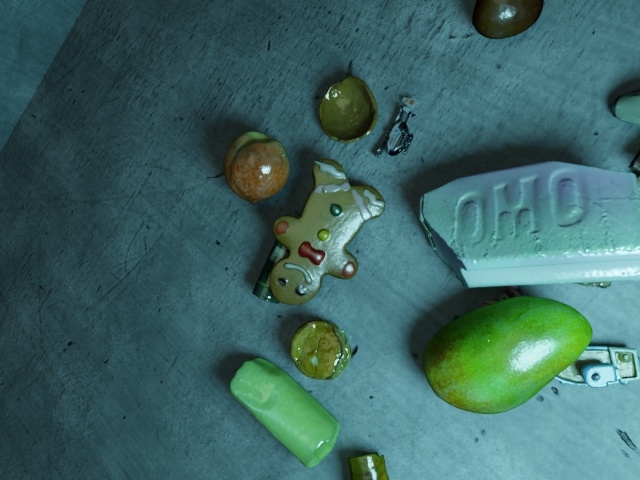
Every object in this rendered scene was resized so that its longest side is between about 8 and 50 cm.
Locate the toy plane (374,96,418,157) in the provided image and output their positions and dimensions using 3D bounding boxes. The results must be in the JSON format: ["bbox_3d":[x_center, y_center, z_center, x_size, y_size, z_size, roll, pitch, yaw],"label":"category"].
[{"bbox_3d":[0.233,-0.324,1.210,0.078,0.053,0.197,28,97,32],"label":"toy plane"}]

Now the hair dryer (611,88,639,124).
[{"bbox_3d":[0.835,-0.350,0.910,0.267,0.092,0.229,-45,36,9],"label":"hair dryer"}]

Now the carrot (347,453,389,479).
[{"bbox_3d":[0.146,0.703,1.056,0.114,0.114,0.302,-18,72,19],"label":"carrot"}]

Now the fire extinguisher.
[{"bbox_3d":[-0.108,0.044,1.273,0.118,0.093,0.295,24,91,-2],"label":"fire extinguisher"}]

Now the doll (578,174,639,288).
[{"bbox_3d":[0.676,-0.026,0.967,0.202,0.091,0.286,11,86,10],"label":"doll"}]

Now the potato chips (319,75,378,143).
[{"bbox_3d":[0.092,-0.392,1.272,0.208,0.062,0.195,35,101,22],"label":"potato chips"}]

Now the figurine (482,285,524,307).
[{"bbox_3d":[0.454,0.163,1.046,0.129,0.054,0.072,-38,54,21],"label":"figurine"}]

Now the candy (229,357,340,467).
[{"bbox_3d":[-0.103,0.478,1.179,0.343,0.132,0.142,33,111,23],"label":"candy"}]

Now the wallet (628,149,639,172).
[{"bbox_3d":[0.867,-0.142,0.902,0.309,0.042,0.165,37,80,22],"label":"wallet"}]

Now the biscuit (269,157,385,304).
[{"bbox_3d":[0.000,0.000,1.193,0.283,0.064,0.432,33,91,-1],"label":"biscuit"}]

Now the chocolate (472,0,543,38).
[{"bbox_3d":[0.497,-0.618,1.090,0.176,0.176,0.177,-4,80,22],"label":"chocolate"}]

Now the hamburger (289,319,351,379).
[{"bbox_3d":[0.009,0.309,1.177,0.185,0.113,0.177,-26,67,8],"label":"hamburger"}]

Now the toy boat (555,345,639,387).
[{"bbox_3d":[0.609,0.284,0.933,0.215,0.102,0.088,-8,77,22],"label":"toy boat"}]

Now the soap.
[{"bbox_3d":[0.464,-0.036,0.964,0.446,0.156,0.262,-7,60,31],"label":"soap"}]

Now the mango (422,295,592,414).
[{"bbox_3d":[0.414,0.261,0.946,0.381,0.201,0.225,-33,63,26],"label":"mango"}]

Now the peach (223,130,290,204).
[{"bbox_3d":[-0.201,-0.221,1.308,0.232,0.232,0.233,-4,80,22],"label":"peach"}]
